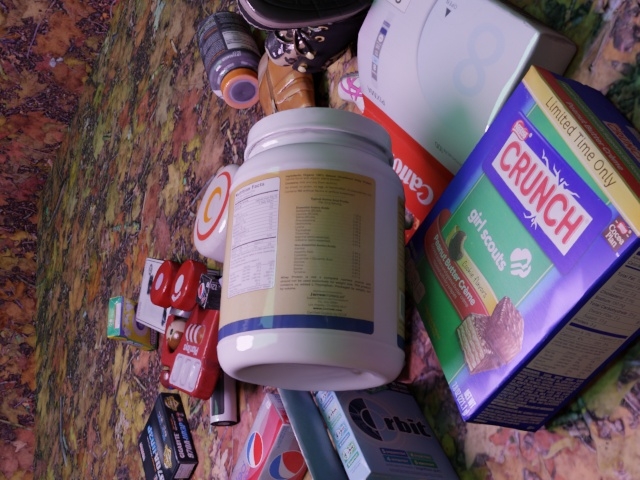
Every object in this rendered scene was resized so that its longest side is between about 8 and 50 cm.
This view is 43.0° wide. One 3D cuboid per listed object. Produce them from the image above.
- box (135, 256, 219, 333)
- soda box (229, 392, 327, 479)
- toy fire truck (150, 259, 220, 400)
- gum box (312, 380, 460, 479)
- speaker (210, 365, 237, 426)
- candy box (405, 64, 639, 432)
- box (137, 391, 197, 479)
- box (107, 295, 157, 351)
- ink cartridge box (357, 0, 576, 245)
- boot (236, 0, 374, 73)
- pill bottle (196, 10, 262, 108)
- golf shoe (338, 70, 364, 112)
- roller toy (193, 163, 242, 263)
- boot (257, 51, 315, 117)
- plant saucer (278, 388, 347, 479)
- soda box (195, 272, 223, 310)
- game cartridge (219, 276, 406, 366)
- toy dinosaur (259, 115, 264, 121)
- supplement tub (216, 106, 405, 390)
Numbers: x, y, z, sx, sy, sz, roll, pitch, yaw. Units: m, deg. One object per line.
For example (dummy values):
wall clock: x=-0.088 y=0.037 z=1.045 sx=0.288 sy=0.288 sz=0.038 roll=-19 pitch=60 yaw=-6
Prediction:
box: x=-0.346 y=0.136 z=1.939 sx=0.290 sy=0.087 sz=0.169 roll=4 pitch=84 yaw=61
soda box: x=-0.088 y=0.394 z=1.401 sx=0.083 sy=0.092 sz=0.263 roll=50 pitch=123 yaw=52
toy fire truck: x=-0.258 y=0.184 z=1.647 sx=0.302 sy=0.169 sz=0.254 roll=-4 pitch=66 yaw=61
gum box: x=0.084 y=0.256 z=1.083 sx=0.041 sy=0.157 sz=0.184 roll=-57 pitch=35 yaw=22
speaker: x=-0.199 y=0.308 z=1.662 sx=0.055 sy=0.055 sz=0.136 roll=-36 pitch=50 yaw=50
candy box: x=0.245 y=0.014 z=0.920 sx=0.317 sy=0.122 sz=0.268 roll=-57 pitch=35 yaw=32
box: x=-0.356 y=0.489 z=1.877 sx=0.175 sy=0.051 sz=0.220 roll=-63 pitch=34 yaw=26
box: x=-0.470 y=0.217 z=2.074 sx=0.043 sy=0.179 sz=0.105 roll=-11 pitch=66 yaw=21
ink cartridge box: x=0.138 y=-0.177 z=1.147 sx=0.308 sy=0.091 sz=0.385 roll=50 pitch=122 yaw=40
boot: x=-0.013 y=-0.369 z=1.306 sx=0.138 sy=0.377 sz=0.284 roll=55 pitch=147 yaw=0
pill bottle: x=-0.196 y=-0.397 z=1.808 sx=0.130 sy=0.130 sz=0.246 roll=-58 pitch=36 yaw=33
golf shoe: x=0.080 y=-0.236 z=1.341 sx=0.186 sy=0.067 sz=0.086 roll=16 pitch=96 yaw=60
roller toy: x=-0.148 y=-0.042 z=1.596 sx=0.191 sy=0.146 sz=0.209 roll=-63 pitch=26 yaw=10
boot: x=-0.050 y=-0.338 z=1.554 sx=0.283 sy=0.109 sz=0.220 roll=-53 pitch=38 yaw=42
plant saucer: x=0.011 y=0.329 z=1.149 sx=0.317 sy=0.043 sz=0.318 roll=158 pitch=90 yaw=-85
soda box: x=-0.143 y=0.104 z=1.514 sx=0.053 sy=0.168 sz=0.060 roll=25 pitch=102 yaw=60
game cartridge: x=-0.032 y=0.124 z=1.312 sx=0.230 sy=0.068 sz=0.355 roll=59 pitch=148 yaw=-8
toy dinosaur: x=-0.097 y=-0.232 z=1.698 sx=0.082 sy=0.047 sz=0.090 roll=52 pitch=159 yaw=42
supplement tub: x=-0.006 y=0.017 z=1.023 sx=0.228 sy=0.228 sz=0.316 roll=-28 pitch=54 yaw=54
